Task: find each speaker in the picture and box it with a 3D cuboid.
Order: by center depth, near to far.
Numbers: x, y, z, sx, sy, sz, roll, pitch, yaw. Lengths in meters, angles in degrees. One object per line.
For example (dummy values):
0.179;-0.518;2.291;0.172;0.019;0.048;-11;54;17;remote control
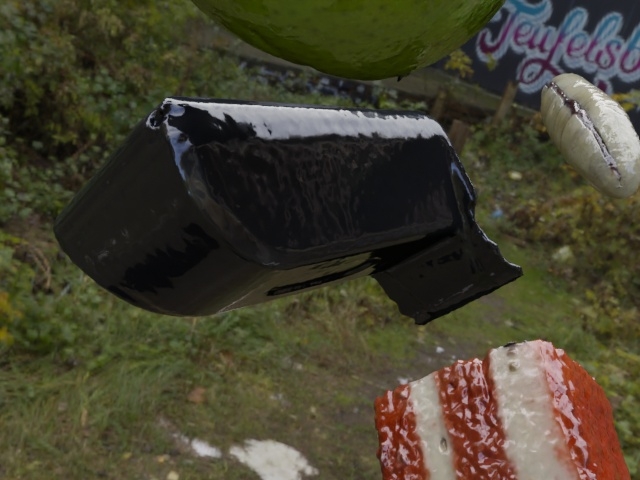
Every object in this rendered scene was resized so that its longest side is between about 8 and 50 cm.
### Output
0.000;0.000;0.631;0.388;0.180;0.184;-9;70;-48;speaker

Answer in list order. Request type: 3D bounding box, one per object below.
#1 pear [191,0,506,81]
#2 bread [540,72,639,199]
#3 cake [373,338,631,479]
0.034;-0.205;0.368;0.288;0.239;0.139;21;53;-24;pear
0.259;-0.113;0.712;0.053;0.073;0.214;12;32;-8;bread
0.286;0.341;1.100;0.270;0.319;0.269;32;39;-42;cake
